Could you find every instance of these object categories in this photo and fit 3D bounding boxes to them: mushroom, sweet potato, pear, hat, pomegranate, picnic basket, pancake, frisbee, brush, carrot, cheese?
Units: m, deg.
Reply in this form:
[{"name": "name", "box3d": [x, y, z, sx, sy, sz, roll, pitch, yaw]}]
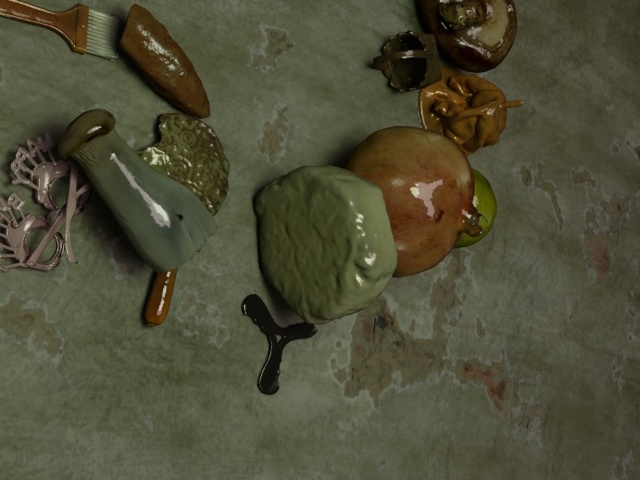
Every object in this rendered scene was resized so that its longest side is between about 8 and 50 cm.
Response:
[{"name": "mushroom", "box3d": [-0.315, -0.088, 1.499, 0.329, 0.122, 0.159, 53, 28, -27]}, {"name": "sweet potato", "box3d": [-0.290, -0.325, 1.615, 0.252, 0.097, 0.097, 52, 56, -33]}, {"name": "pear", "box3d": [0.332, -0.077, 2.063, 0.198, 0.198, 0.198, 4, 84, -41]}, {"name": "hat", "box3d": [0.401, -0.325, 2.111, 0.233, 0.233, 0.244, 43, 62, -31]}, {"name": "pomegranate", "box3d": [0.196, -0.083, 1.843, 0.338, 0.338, 0.338, 4, 84, -41]}, {"name": "picnic basket", "box3d": [0.199, -0.415, 2.010, 0.178, 0.128, 0.138, -13, 92, -58]}, {"name": "pancake", "box3d": [-0.263, -0.131, 1.634, 0.212, 0.029, 0.235, 53, 51, -15]}, {"name": "frisbee", "box3d": [-0.076, 0.204, 1.800, 0.187, 0.012, 0.211, -10, 93, -42]}, {"name": "brush", "box3d": [-0.490, -0.387, 1.491, 0.314, 0.017, 0.090, 9, 78, -40]}, {"name": "carrot", "box3d": [-0.284, 0.042, 1.616, 0.043, 0.043, 0.248, 24, 69, -37]}, {"name": "cheese", "box3d": [0.000, 0.000, 1.720, 0.115, 0.326, 0.318, -7, 129, -47]}, {"name": "mushroom", "box3d": [0.360, -0.557, 2.135, 0.278, 0.163, 0.297, -31, 97, -45]}]

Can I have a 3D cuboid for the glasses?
[{"name": "glasses", "box3d": [-0.461, -0.052, 1.434, 0.162, 0.095, 0.256, 34, 61, -35]}]
